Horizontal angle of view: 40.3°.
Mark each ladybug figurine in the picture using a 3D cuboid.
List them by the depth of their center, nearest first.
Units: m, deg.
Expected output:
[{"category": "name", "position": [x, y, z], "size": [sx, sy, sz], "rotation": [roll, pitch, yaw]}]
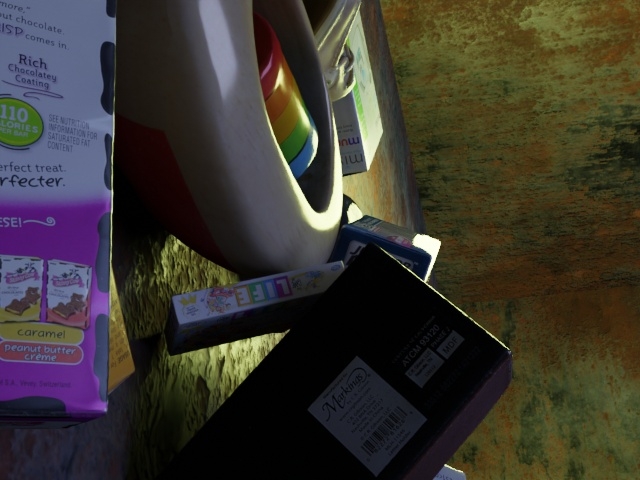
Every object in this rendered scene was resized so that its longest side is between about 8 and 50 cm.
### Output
[{"category": "ladybug figurine", "position": [-0.092, -0.121, 0.795], "size": [0.449, 0.162, 0.305], "rotation": [66, 22, -54]}]

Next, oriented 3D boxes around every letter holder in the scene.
[{"category": "letter holder", "position": [0.017, 0.190, 0.772], "size": [0.302, 0.152, 0.214], "rotation": [-47, 155, -8]}]

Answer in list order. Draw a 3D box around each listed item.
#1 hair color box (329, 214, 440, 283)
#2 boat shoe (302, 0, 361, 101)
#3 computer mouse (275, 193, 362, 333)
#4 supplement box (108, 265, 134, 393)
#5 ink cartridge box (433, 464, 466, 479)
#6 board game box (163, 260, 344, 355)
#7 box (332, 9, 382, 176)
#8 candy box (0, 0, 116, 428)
[{"category": "hair color box", "position": [0.031, 0.153, 1.007], "size": [0.174, 0.105, 0.347], "rotation": [-29, 138, -78]}, {"category": "boat shoe", "position": [-0.008, -0.213, 1.031], "size": [0.302, 0.098, 0.109], "rotation": [128, -37, -55]}, {"category": "computer mouse", "position": [0.000, 0.000, 1.197], "size": [0.072, 0.188, 0.272], "rotation": [60, 13, -29]}, {"category": "supplement box", "position": [-0.183, -0.011, 0.529], "size": [0.080, 0.078, 0.233], "rotation": [-53, 134, -72]}, {"category": "ink cartridge box", "position": [0.024, 0.378, 0.804], "size": [0.066, 0.296, 0.261], "rotation": [29, 38, -21]}, {"category": "board game box", "position": [-0.060, 0.062, 0.789], "size": [0.103, 0.154, 0.026], "rotation": [119, -44, -64]}, {"category": "box", "position": [0.010, -0.242, 1.414], "size": [0.262, 0.126, 0.231], "rotation": [-66, 145, -68]}, {"category": "candy box", "position": [-0.179, -0.036, 0.391], "size": [0.159, 0.071, 0.233], "rotation": [9, 70, -33]}]
